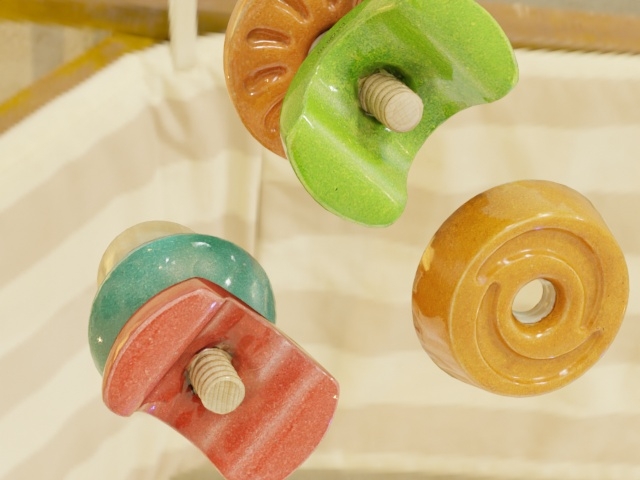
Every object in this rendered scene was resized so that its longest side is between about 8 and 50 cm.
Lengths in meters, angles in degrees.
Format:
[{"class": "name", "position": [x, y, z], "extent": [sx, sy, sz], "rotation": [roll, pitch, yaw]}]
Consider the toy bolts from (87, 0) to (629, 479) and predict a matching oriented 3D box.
[{"class": "toy bolts", "position": [0.000, 0.000, 0.683], "extent": [0.228, 0.158, 0.218], "rotation": [-45, 119, 1]}]
